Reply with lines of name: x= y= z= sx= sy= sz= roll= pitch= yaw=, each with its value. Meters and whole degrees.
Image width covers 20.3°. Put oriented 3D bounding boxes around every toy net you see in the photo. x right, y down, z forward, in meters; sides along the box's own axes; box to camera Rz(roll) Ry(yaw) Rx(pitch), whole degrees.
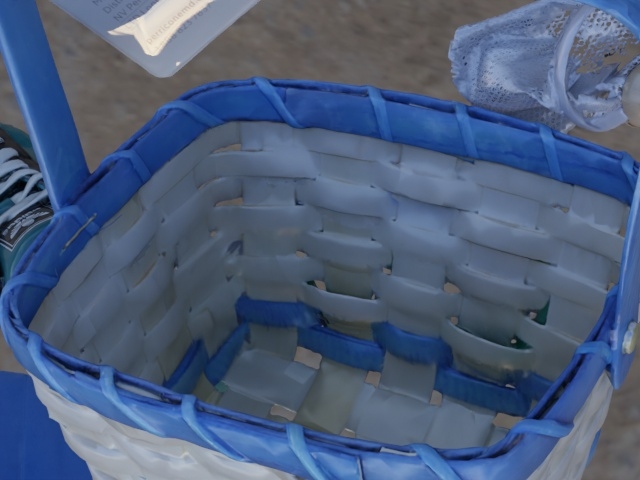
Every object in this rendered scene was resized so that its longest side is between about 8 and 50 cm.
toy net: x=0.171 y=-0.065 z=0.730 sx=0.232 sy=0.045 sz=0.122 roll=9 pitch=121 yaw=-10

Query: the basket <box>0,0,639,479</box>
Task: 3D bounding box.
basket: x=0.000 y=0.000 z=0.679 sx=0.255 sy=0.201 sz=0.289 roll=16 pitch=140 yaw=20

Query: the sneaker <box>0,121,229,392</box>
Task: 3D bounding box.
sneaker: x=-0.159 y=0.001 z=1.050 sx=0.108 sy=0.121 sz=0.302 roll=-43 pitch=60 yaw=-12

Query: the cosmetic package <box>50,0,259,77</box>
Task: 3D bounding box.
cosmetic package: x=-0.211 y=-0.329 z=1.101 sx=0.161 sy=0.453 sz=0.230 roll=-36 pitch=35 yaw=28

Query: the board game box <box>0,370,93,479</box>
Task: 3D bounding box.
board game box: x=-0.151 y=0.129 z=0.888 sx=0.033 sy=0.169 sz=0.133 roll=117 pitch=155 yaw=-46
